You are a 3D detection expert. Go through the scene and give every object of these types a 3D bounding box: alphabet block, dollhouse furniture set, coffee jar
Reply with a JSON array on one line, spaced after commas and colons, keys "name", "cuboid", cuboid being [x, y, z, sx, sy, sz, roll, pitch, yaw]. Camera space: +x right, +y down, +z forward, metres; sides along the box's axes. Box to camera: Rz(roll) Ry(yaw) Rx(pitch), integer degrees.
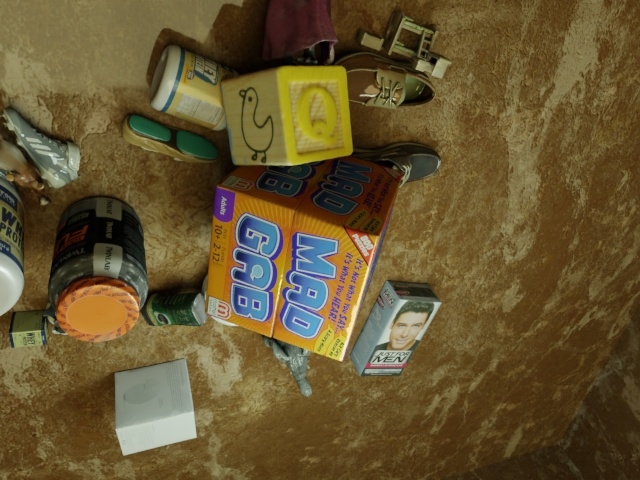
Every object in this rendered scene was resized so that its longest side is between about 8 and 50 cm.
[{"name": "alphabet block", "cuboid": [-0.069, -0.262, 1.077, 0.193, 0.197, 0.192, -20, 109, -41]}, {"name": "dollhouse furniture set", "cuboid": [0.207, -0.481, 1.207, 0.182, 0.161, 0.101, 7, 121, -28]}, {"name": "coffee jar", "cuboid": [-0.424, 0.199, 1.459, 0.184, 0.079, 0.096, -2, 129, 16]}]

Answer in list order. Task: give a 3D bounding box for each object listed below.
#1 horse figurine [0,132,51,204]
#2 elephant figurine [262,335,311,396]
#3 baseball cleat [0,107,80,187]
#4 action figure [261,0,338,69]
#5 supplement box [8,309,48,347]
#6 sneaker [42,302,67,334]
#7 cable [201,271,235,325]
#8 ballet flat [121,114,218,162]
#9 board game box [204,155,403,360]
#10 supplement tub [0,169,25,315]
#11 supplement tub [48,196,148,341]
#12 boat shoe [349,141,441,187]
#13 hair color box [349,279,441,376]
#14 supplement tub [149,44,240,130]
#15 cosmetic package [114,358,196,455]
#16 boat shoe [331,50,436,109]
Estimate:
[{"name": "horse figurine", "cuboid": [-0.665, -0.175, 1.053, 0.066, 0.174, 0.263, -48, 114, -10]}, {"name": "elephant figurine", "cuboid": [-0.087, 0.350, 1.644, 0.186, 0.239, 0.169, 29, 110, -36]}, {"name": "baseball cleat", "cuboid": [-0.614, -0.218, 1.134, 0.109, 0.072, 0.206, -31, 136, -17]}, {"name": "action figure", "cuboid": [-0.030, -0.547, 1.047, 0.275, 0.248, 0.370, -20, 112, -63]}, {"name": "supplement box", "cuboid": [-0.791, 0.239, 1.374, 0.083, 0.083, 0.056, -2, 126, -22]}, {"name": "sneaker", "cuboid": [-0.662, 0.177, 1.374, 0.153, 0.094, 0.235, 7, 132, -36]}, {"name": "cable", "cuboid": [-0.229, 0.148, 1.536, 0.257, 0.089, 0.257, 20, 114, -33]}, {"name": "ballet flat", "cuboid": [-0.364, -0.235, 1.224, 0.232, 0.080, 0.073, 20, 143, -30]}, {"name": "board game box", "cuboid": [-0.036, 0.002, 1.248, 0.356, 0.356, 0.357, 18, 123, 8]}, {"name": "supplement tub", "cuboid": [-0.740, -0.009, 1.041, 0.228, 0.316, 0.228, -16, 142, -13]}, {"name": "supplement tub", "cuboid": [-0.518, 0.062, 1.191, 0.207, 0.338, 0.207, -11, 127, -15]}, {"name": "boat shoe", "cuboid": [0.190, -0.192, 1.432, 0.355, 0.130, 0.132, -8, 127, -17]}, {"name": "hair color box", "cuboid": [0.269, 0.331, 1.861, 0.185, 0.113, 0.374, 7, 121, -26]}, {"name": "supplement tub", "cuboid": [-0.264, -0.333, 1.132, 0.199, 0.144, 0.144, 15, 118, -31]}, {"name": "cosmetic package", "cuboid": [-0.521, 0.520, 1.600, 0.224, 0.224, 0.138, -9, 127, -16]}, {"name": "boat shoe", "cuboid": [0.161, -0.383, 1.239, 0.324, 0.120, 0.123, -13, 135, -34]}]
